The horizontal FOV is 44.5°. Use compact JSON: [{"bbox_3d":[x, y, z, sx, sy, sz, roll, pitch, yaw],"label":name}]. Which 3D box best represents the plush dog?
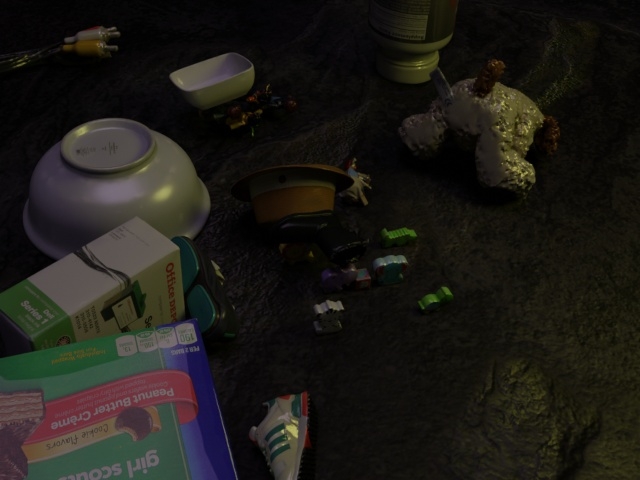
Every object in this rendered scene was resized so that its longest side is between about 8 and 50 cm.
[{"bbox_3d":[0.302,-0.217,1.388,0.262,0.210,0.225,27,23,26],"label":"plush dog"}]

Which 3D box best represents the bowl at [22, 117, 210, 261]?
[{"bbox_3d":[-0.325,-0.100,1.232,0.298,0.134,0.297,2,40,-2],"label":"bowl"}]

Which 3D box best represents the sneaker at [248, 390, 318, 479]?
[{"bbox_3d":[-0.047,0.249,0.915,0.075,0.057,0.161,-8,40,13],"label":"sneaker"}]

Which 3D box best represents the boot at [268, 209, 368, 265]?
[{"bbox_3d":[0.000,0.001,1.128,0.121,0.045,0.099,-14,42,-29],"label":"boot"}]

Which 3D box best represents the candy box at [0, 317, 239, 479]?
[{"bbox_3d":[-0.219,0.262,0.780,0.268,0.122,0.317,-11,58,-16],"label":"candy box"}]

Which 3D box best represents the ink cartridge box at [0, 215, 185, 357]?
[{"bbox_3d":[-0.281,0.094,0.988,0.093,0.160,0.219,32,49,28],"label":"ink cartridge box"}]

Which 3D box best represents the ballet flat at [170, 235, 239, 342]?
[{"bbox_3d":[-0.162,0.071,1.099,0.074,0.074,0.203,-14,41,-19],"label":"ballet flat"}]

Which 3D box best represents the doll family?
[{"bbox_3d":[-0.127,-0.247,1.456,0.111,0.076,0.193,13,43,40],"label":"doll family"}]

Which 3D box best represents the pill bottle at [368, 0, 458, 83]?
[{"bbox_3d":[0.187,-0.483,1.564,0.177,0.318,0.176,2,42,-2],"label":"pill bottle"}]

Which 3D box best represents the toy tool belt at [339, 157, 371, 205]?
[{"bbox_3d":[0.061,-0.096,1.323,0.051,0.052,0.083,29,41,-18],"label":"toy tool belt"}]

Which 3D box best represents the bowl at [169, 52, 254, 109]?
[{"bbox_3d":[-0.193,-0.287,1.428,0.142,0.053,0.142,-24,31,-14],"label":"bowl"}]

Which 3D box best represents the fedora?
[{"bbox_3d":[-0.042,-0.059,1.212,0.195,0.194,0.079,-4,77,-8],"label":"fedora"}]

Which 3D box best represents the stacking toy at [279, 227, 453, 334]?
[{"bbox_3d":[0.066,0.046,1.149,0.221,0.052,0.167,-9,42,-15],"label":"stacking toy"}]

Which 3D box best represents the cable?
[{"bbox_3d":[-0.556,-0.400,1.610,0.287,0.072,0.139,-7,36,-11],"label":"cable"}]
